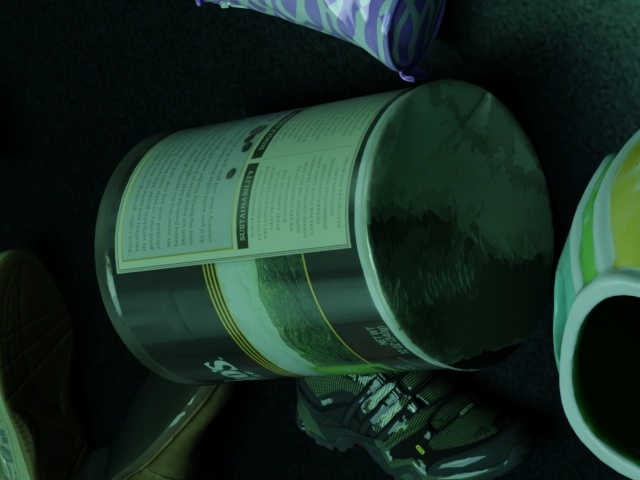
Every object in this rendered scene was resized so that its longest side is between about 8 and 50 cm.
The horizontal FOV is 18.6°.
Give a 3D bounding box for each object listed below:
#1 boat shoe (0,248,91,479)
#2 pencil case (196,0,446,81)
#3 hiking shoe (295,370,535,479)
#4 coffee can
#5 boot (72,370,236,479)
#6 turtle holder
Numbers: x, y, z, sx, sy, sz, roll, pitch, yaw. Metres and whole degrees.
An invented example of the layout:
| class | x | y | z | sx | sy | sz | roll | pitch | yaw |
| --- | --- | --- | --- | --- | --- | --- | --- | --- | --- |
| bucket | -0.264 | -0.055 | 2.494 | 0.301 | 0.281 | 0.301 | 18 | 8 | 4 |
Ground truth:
| class | x | y | z | sx | sy | sz | roll | pitch | yaw |
| --- | --- | --- | --- | --- | --- | --- | --- | --- | --- |
| boat shoe | -0.287 | 0.136 | 1.822 | 0.089 | 0.104 | 0.285 | 14 | 122 | 33 |
| pencil case | -0.008 | -0.185 | 1.405 | 0.206 | 0.086 | 0.088 | 23 | 114 | 32 |
| hiking shoe | 0.062 | 0.118 | 1.511 | 0.227 | 0.086 | 0.114 | 12 | 124 | 38 |
| coffee can | 0.000 | 0.000 | 1.417 | 0.275 | 0.201 | 0.201 | -7 | 108 | 44 |
| boot | -0.133 | 0.200 | 1.749 | 0.115 | 0.112 | 0.305 | 27 | 131 | -12 |
| turtle holder | 0.264 | 0.018 | 1.171 | 0.243 | 0.227 | 0.320 | 44 | 135 | 16 |
